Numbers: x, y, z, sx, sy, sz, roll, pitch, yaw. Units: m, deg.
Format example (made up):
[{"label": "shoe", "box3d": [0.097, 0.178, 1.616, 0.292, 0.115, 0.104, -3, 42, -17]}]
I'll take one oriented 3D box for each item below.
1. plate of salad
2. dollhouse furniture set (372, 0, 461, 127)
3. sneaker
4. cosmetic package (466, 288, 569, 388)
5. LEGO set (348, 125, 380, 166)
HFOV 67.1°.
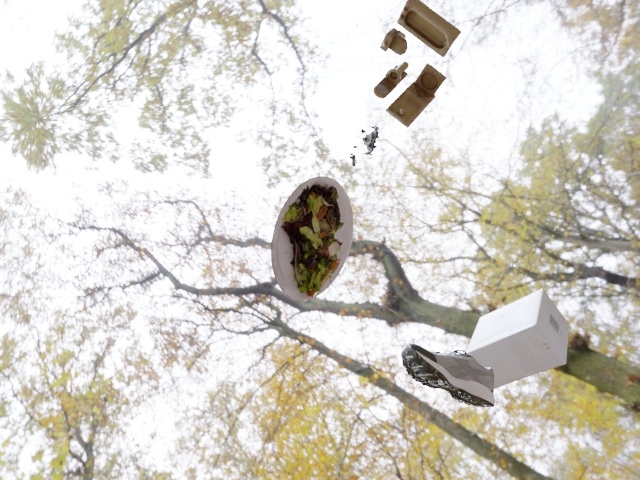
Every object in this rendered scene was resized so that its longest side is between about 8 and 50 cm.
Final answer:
[{"label": "plate of salad", "box3d": [0.000, 0.000, 0.756, 0.199, 0.048, 0.200, -21, -62, -46]}, {"label": "dollhouse furniture set", "box3d": [0.170, -0.335, 0.915, 0.144, 0.151, 0.123, 39, -122, 4]}, {"label": "sneaker", "box3d": [0.303, 0.302, 1.143, 0.271, 0.100, 0.108, 30, -120, -19]}, {"label": "cosmetic package", "box3d": [0.569, 0.281, 1.394, 0.138, 0.224, 0.224, 53, -146, 1]}, {"label": "LEGO set", "box3d": [0.076, -0.154, 0.780, 0.023, 0.083, 0.054, 7, -108, -27]}]
